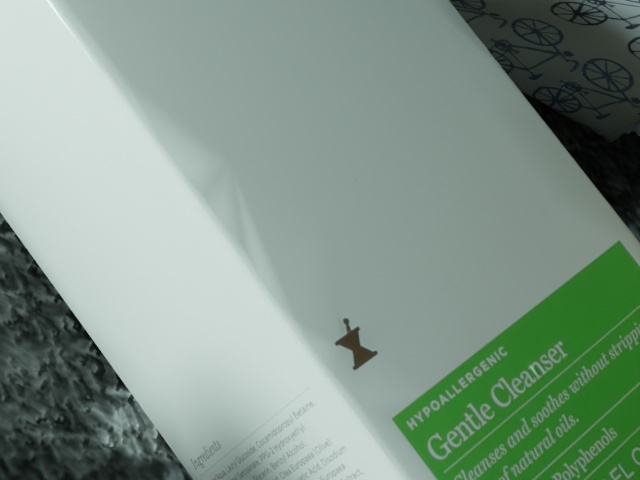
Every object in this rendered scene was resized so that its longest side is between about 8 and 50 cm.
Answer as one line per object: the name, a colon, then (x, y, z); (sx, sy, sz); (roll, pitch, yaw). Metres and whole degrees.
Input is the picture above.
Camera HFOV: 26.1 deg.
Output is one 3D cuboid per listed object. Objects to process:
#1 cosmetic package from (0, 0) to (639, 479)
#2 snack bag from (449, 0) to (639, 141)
cosmetic package: (0.000, 0.000, 0.644); (0.197, 0.155, 0.365); (-34, 84, -37)
snack bag: (0.238, -0.092, 0.744); (0.342, 0.323, 0.037); (24, 78, -17)
